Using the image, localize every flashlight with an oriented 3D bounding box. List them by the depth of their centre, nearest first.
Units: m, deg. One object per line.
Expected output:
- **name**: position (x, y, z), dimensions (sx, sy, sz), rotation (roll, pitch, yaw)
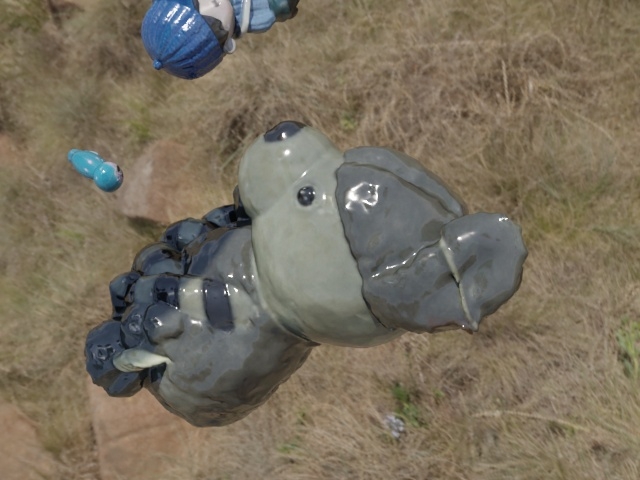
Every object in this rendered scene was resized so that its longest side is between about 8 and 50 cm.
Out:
- **flashlight**: position (-0.374, -0.118, 1.286), dimensions (0.129, 0.051, 0.051), rotation (27, 80, 33)

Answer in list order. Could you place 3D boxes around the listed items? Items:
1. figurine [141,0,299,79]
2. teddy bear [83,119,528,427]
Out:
- **figurine**: position (-0.082, -0.176, 0.625), dimensions (0.077, 0.136, 0.079), rotation (40, 130, 25)
- **teddy bear**: position (-0.008, 0.001, 0.477), dimensions (0.250, 0.144, 0.171), rotation (-30, 14, 22)
